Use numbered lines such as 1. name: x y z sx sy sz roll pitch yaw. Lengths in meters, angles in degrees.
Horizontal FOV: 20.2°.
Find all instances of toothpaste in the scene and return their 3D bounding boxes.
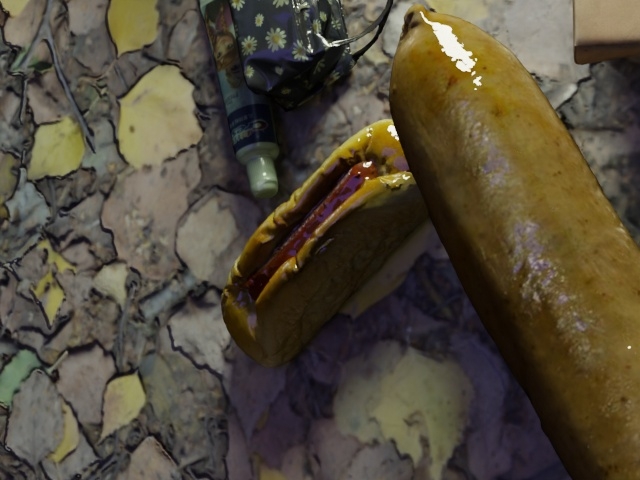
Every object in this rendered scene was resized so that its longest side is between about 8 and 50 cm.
1. toothpaste: -0.066 -0.133 1.516 0.062 0.037 0.216 -27 62 32

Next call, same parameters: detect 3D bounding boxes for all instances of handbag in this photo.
1. handbag: -0.003 -0.183 1.455 0.139 0.072 0.115 -22 68 28

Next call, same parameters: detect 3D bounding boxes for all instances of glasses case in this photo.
1. glasses case: 0.232 -0.219 1.298 0.103 0.070 0.193 -2 77 9

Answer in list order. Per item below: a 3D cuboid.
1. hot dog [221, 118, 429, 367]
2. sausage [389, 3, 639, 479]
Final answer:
1. hot dog: 0.000 0.000 1.420 0.242 0.073 0.084 -46 54 21
2. sausage: 0.174 0.042 1.244 0.123 0.136 0.500 -27 61 1
